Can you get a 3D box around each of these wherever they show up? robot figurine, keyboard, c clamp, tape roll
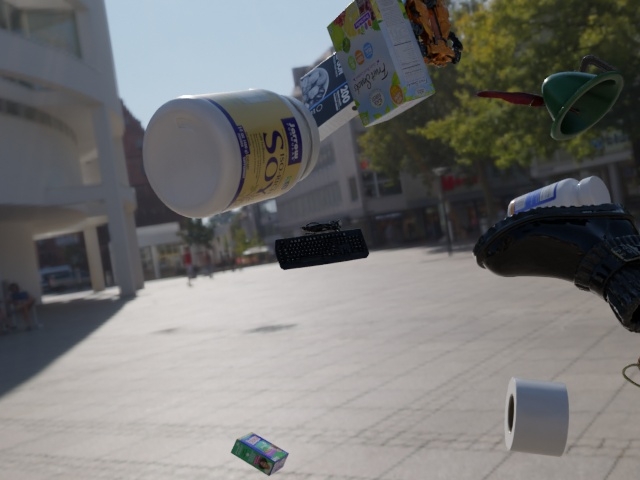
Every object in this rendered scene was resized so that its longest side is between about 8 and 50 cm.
[{"bbox_3d":[0.347,-0.678,2.406,0.211,0.291,0.085,0,-19,-31],"label":"robot figurine"},{"bbox_3d":[0.000,0.000,1.504,0.191,0.100,0.038,-8,-33,-21],"label":"keyboard"},{"bbox_3d":[0.776,-0.449,2.111,0.022,0.137,0.160,-33,53,-25],"label":"c clamp"},{"bbox_3d":[0.711,0.581,2.487,0.169,0.246,0.246,4,1,7],"label":"tape roll"}]

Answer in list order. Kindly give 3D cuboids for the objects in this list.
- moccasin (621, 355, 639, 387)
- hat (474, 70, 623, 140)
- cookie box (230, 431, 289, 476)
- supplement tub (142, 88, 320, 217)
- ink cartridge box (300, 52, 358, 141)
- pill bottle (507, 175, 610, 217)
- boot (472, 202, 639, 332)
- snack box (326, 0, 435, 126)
[{"bbox_3d":[0.724,0.268,1.568,0.147,0.380,0.139,-9,-31,44],"label":"moccasin"},{"bbox_3d":[0.478,-0.323,1.539,0.208,0.184,0.173,-18,-34,-31],"label":"hat"},{"bbox_3d":[-0.139,0.490,1.736,0.107,0.040,0.092,25,5,18],"label":"cookie box"},{"bbox_3d":[-0.175,-0.190,1.568,0.241,0.241,0.331,-9,8,36],"label":"supplement tub"},{"bbox_3d":[0.048,-0.367,1.800,0.208,0.206,0.045,-32,-43,27],"label":"ink cartridge box"},{"bbox_3d":[0.707,-0.094,2.229,0.152,0.152,0.272,-9,-10,-44],"label":"pill bottle"},{"bbox_3d":[0.477,0.061,1.362,0.347,0.260,0.131,-10,-42,-8],"label":"boot"},{"bbox_3d":[0.105,-0.329,1.358,0.070,0.207,0.174,-22,1,-23],"label":"snack box"}]
